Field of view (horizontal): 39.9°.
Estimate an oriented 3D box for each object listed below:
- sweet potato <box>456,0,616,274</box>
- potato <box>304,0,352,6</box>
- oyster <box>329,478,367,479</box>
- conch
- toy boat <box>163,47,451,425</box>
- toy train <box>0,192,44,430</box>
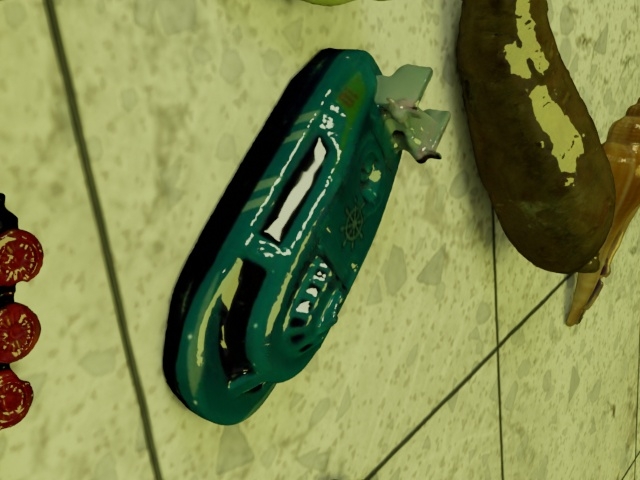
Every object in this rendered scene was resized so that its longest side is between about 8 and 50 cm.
[{"bbox_3d":[0.204,-0.128,0.858,0.130,0.131,0.422,-46,128,-37],"label":"sweet potato"},{"bbox_3d":[-0.011,-0.221,0.606,0.120,0.081,0.149,-30,146,-10],"label":"potato"},{"bbox_3d":[0.013,0.271,0.784,0.086,0.029,0.132,-2,104,-47],"label":"oyster"},{"bbox_3d":[0.361,-0.041,1.131,0.109,0.093,0.330,-43,154,-61],"label":"conch"},{"bbox_3d":[0.000,0.000,0.645,0.298,0.092,0.134,-64,145,-20],"label":"toy boat"},{"bbox_3d":[-0.188,0.043,0.437,0.087,0.050,0.137,-1,101,-49],"label":"toy train"}]
